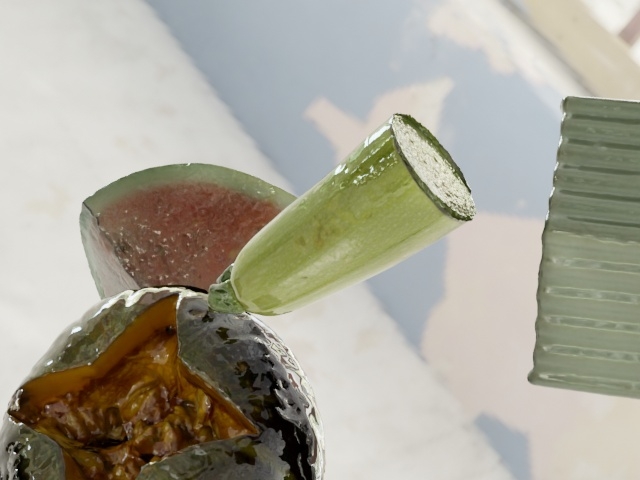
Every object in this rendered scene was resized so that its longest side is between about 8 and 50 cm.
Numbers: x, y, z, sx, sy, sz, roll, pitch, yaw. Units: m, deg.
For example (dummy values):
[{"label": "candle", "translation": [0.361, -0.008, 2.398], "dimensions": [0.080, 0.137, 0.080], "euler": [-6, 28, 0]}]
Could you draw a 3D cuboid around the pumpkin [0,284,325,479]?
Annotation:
[{"label": "pumpkin", "translation": [-0.151, 0.192, 1.656], "dimensions": [0.320, 0.320, 0.192], "euler": [58, 180, 34]}]

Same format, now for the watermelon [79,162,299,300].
[{"label": "watermelon", "translation": [-0.140, 0.024, 2.004], "dimensions": [0.256, 0.260, 0.176], "euler": [55, 174, -37]}]

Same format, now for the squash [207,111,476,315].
[{"label": "squash", "translation": [0.000, 0.000, 1.281], "dimensions": [0.094, 0.224, 0.094], "euler": [40, -149, -30]}]

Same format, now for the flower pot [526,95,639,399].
[{"label": "flower pot", "translation": [0.254, 0.014, 1.284], "dimensions": [0.189, 0.209, 0.239], "euler": [5, -123, 9]}]
